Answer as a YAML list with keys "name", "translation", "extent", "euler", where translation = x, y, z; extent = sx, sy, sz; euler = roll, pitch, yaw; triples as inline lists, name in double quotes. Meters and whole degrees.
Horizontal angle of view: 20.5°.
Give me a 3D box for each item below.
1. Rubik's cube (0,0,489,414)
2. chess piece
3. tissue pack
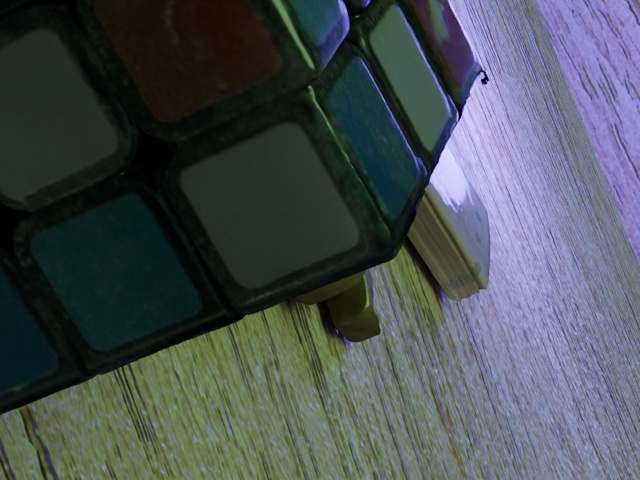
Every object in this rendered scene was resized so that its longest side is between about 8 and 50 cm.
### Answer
- name: "Rubik's cube"
  translation: [-0.135, -0.136, 1.175]
  extent: [0.358, 0.363, 0.362]
  euler: [58, 20, -17]
- name: "chess piece"
  translation: [0.000, 0.000, 1.744]
  extent: [0.301, 0.137, 0.137]
  euler: [49, 24, -65]
- name: "tissue pack"
  translation: [0.108, -0.094, 2.152]
  extent: [0.325, 0.071, 0.170]
  euler: [56, 21, -31]
